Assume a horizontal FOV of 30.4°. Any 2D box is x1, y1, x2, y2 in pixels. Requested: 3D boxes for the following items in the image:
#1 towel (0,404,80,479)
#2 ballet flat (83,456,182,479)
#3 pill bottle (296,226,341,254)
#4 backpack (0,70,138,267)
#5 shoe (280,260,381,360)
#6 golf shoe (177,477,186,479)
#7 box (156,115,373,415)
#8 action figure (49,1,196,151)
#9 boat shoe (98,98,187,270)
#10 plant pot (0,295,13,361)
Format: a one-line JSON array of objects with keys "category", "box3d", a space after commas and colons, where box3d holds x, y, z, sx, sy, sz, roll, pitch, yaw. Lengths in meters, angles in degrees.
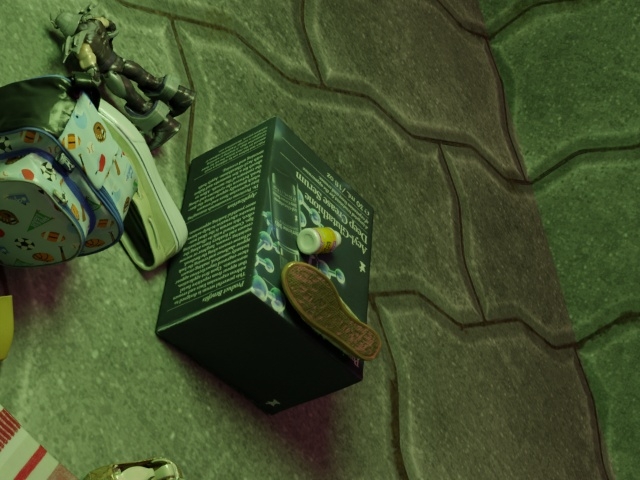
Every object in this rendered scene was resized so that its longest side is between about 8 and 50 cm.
[{"category": "towel", "box3d": [-0.441, 0.268, 1.425, 0.329, 0.037, 0.237, 47, 29, -10]}, {"category": "ballet flat", "box3d": [-0.251, 0.346, 1.691, 0.206, 0.067, 0.073, 1, 64, -58]}, {"category": "pill bottle", "box3d": [0.000, 0.000, 1.931, 0.083, 0.043, 0.043, -5, 73, -58]}, {"category": "backpack", "box3d": [-0.384, -0.081, 1.615, 0.263, 0.277, 0.213, 49, 46, -49]}, {"category": "shoe", "box3d": [0.007, 0.115, 1.861, 0.219, 0.058, 0.076, 47, 68, -23]}, {"category": "golf shoe", "box3d": [-0.167, 0.424, 1.709, 0.069, 0.086, 0.176, -42, 121, -54]}, {"category": "box", "box3d": [-0.082, 0.042, 2.027, 0.293, 0.212, 0.395, 42, 39, -35]}, {"category": "action figure", "box3d": [-0.347, -0.284, 1.975, 0.285, 0.099, 0.185, 42, 44, -27]}, {"category": "boat shoe", "box3d": [-0.314, -0.090, 1.870, 0.302, 0.109, 0.094, 57, 33, -18]}, {"category": "plant pot", "box3d": [-0.451, 0.123, 1.536, 0.081, 0.081, 0.083, -5, 81, -58]}]
